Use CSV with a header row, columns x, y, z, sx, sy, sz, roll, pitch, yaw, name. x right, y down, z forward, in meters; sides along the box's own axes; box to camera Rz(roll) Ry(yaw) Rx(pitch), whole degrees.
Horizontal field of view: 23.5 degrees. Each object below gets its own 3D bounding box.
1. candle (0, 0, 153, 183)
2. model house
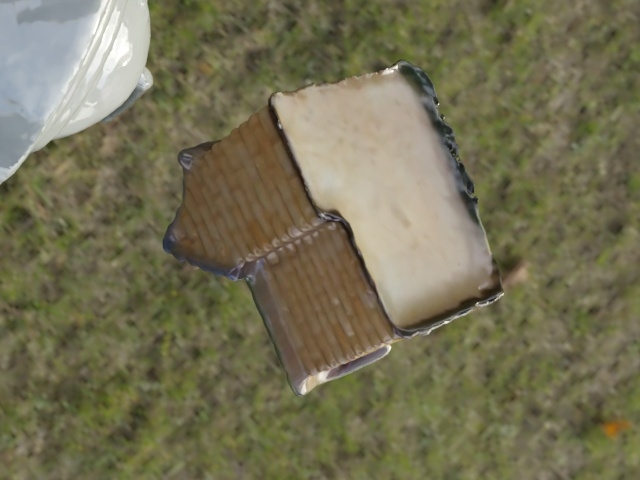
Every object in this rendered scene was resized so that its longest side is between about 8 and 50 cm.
x,y,z,sx,sy,sz,roll,pitch,yaw,name
-0.227,-0.150,0.823,0.342,0.221,0.221,22,108,-25,candle
0.000,0.000,1.055,0.172,0.183,0.166,-30,173,41,model house
